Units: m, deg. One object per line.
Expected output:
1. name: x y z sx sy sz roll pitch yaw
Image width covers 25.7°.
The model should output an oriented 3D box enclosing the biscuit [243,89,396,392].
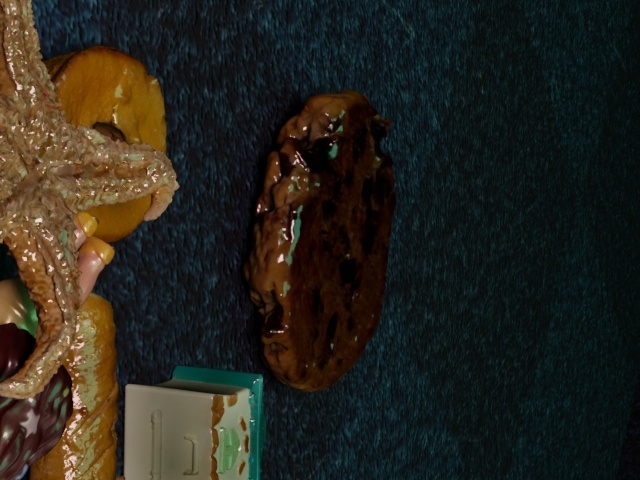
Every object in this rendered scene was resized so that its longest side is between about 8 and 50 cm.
1. biscuit: -0.002 0.000 1.541 0.289 0.081 0.334 12 87 -64

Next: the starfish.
1. starfish: -0.218 -0.055 0.958 0.299 0.060 0.302 -39 117 -51

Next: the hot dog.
1. hot dog: -0.207 0.180 1.168 0.088 0.061 0.285 -7 98 -52

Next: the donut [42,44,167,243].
1. donut: -0.196 -0.078 1.152 0.178 0.066 0.162 33 68 -62

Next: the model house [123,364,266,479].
1. model house: -0.108 0.187 1.325 0.149 0.101 0.127 -10 102 -65

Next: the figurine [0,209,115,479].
1. figurine: -0.235 0.085 1.030 0.174 0.116 0.240 62 40 -48
